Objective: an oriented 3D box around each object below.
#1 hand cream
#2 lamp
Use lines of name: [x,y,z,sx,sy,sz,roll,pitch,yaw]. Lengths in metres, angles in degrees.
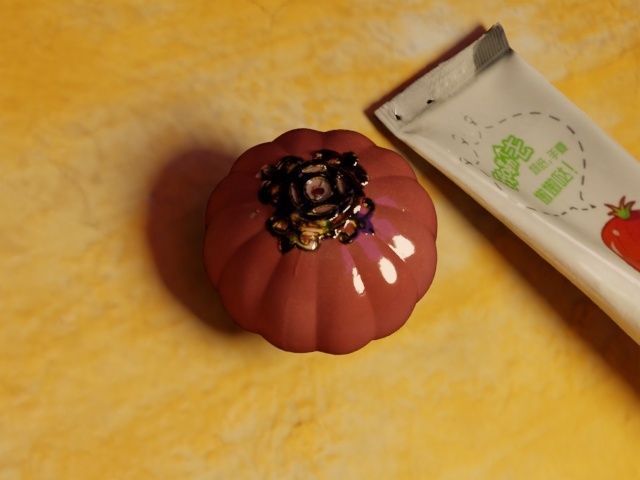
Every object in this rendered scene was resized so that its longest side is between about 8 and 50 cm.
hand cream: [0.183,0.017,0.922,0.336,0.076,0.121,42,43,7]
lamp: [0.000,0.000,0.793,0.107,0.092,0.107,0,63,1]
